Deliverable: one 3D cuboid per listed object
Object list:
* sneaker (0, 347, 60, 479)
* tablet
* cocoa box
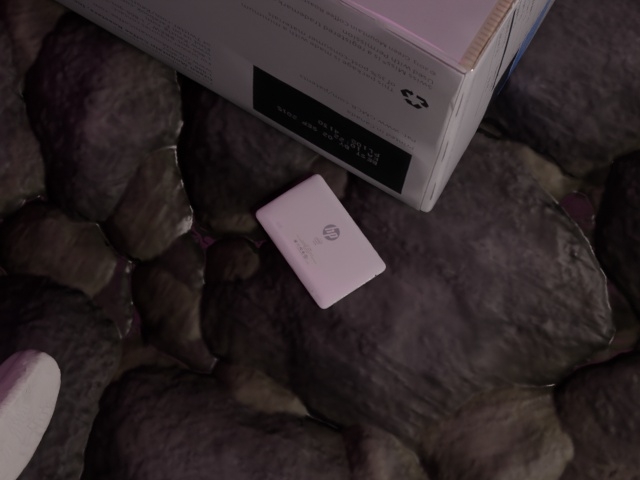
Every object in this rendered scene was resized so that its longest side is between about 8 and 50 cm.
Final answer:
[{"bbox_3d":[-0.250,0.143,0.872,0.094,0.080,0.212,30,74,19],"label":"sneaker"},{"bbox_3d":[0.000,0.000,0.961,0.054,0.006,0.083,-33,76,-12],"label":"tablet"},{"bbox_3d":[-0.012,-0.226,0.915,0.347,0.231,0.228,31,72,7],"label":"cocoa box"}]
